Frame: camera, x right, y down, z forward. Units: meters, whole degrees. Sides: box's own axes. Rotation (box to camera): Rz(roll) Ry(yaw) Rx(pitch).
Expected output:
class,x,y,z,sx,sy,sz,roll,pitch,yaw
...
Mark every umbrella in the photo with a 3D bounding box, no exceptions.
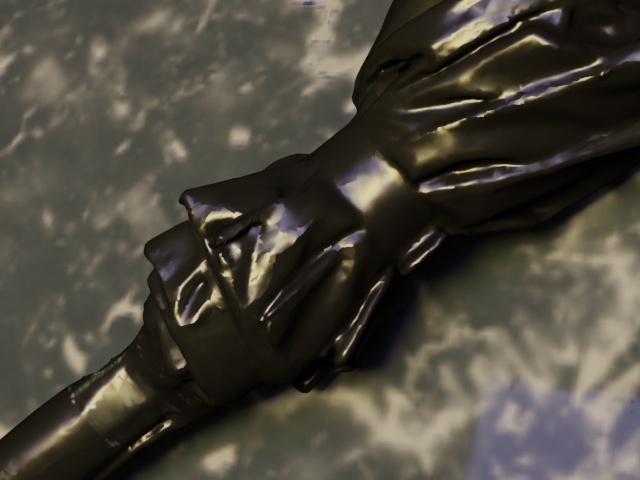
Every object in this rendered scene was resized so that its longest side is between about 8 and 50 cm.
class,x,y,z,sx,sy,sz,roll,pitch,yaw
umbrella,0.000,0.000,0.500,0.340,0.118,0.118,-39,60,7
